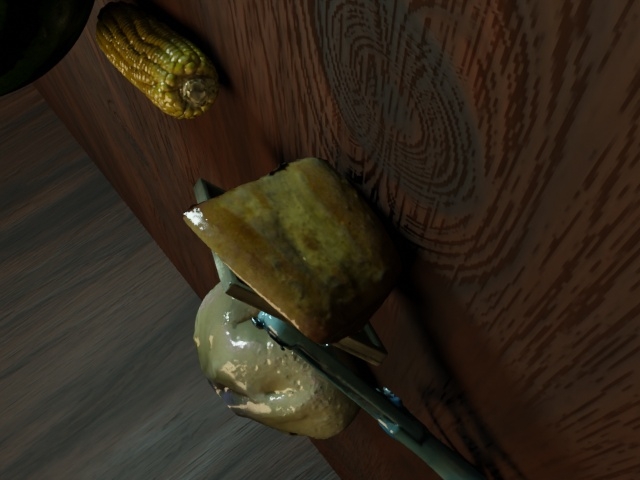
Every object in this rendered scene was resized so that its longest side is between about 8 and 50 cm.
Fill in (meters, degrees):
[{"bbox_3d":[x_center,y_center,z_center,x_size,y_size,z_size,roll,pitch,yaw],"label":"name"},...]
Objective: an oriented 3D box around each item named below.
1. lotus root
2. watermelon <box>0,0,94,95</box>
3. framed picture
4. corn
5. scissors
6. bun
[{"bbox_3d":[0.001,0.004,0.568,0.135,0.095,0.159,45,-159,23],"label":"lotus root"},{"bbox_3d":[-0.353,-0.267,0.699,0.285,0.285,0.285,49,165,18],"label":"watermelon"},{"bbox_3d":[-0.033,0.021,0.652,0.150,0.015,0.203,28,-165,-27],"label":"framed picture"},{"bbox_3d":[-0.165,-0.180,0.740,0.203,0.072,0.072,41,161,43],"label":"corn"},{"bbox_3d":[0.071,0.164,0.694,0.393,0.032,0.180,44,173,-35],"label":"scissors"},{"bbox_3d":[-0.063,0.164,1.033,0.273,0.168,0.273,44,168,11],"label":"bun"}]
